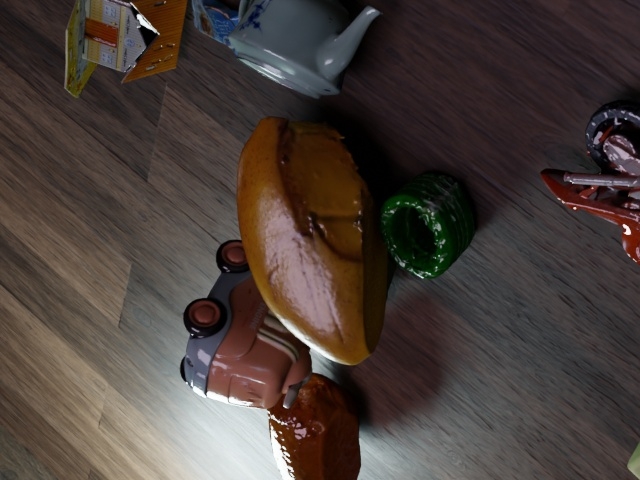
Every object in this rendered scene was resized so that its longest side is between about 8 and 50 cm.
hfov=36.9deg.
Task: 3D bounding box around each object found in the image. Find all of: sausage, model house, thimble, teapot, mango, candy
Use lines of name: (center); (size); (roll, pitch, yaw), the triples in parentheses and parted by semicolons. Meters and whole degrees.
sausage: (-0.010, 0.351, 1.696); (0.141, 0.153, 0.268); (27, 138, 41)
model house: (-0.274, -0.301, 1.414); (0.136, 0.207, 0.219); (18, 137, -1)
thimble: (0.143, -0.022, 1.282); (0.118, 0.090, 0.130); (35, 140, 20)
teapot: (-0.025, -0.270, 1.213); (0.232, 0.159, 0.159); (29, 139, 40)
mango: (0.000, 0.000, 1.318); (0.199, 0.201, 0.350); (-14, 88, 47)
candy: (-0.139, -0.309, 1.362); (0.136, 0.038, 0.088); (37, 155, 26)

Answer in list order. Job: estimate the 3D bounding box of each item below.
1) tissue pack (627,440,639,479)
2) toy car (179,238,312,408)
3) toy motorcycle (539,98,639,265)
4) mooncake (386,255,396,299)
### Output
tissue pack: (0.480, 0.201, 1.085); (0.125, 0.159, 0.234); (42, 142, 10)
toy car: (-0.097, 0.142, 1.541); (0.212, 0.270, 0.180); (20, 142, 5)
toy motorcycle: (0.390, -0.020, 1.044); (0.298, 0.089, 0.171); (42, 143, 9)
mooncake: (0.054, 0.044, 1.439); (0.125, 0.073, 0.130); (34, 138, 15)
